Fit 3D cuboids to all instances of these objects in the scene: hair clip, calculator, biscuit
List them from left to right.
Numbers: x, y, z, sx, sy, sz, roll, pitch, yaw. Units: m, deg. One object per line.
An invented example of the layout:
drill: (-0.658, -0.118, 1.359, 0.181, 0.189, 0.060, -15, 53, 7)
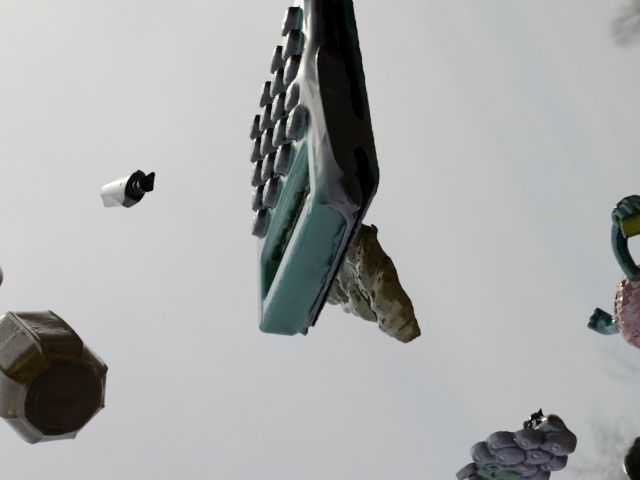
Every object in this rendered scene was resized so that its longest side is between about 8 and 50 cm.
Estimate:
calculator: (-0.016, -0.079, 1.012, 0.058, 0.248, 0.274, 5, -124, -14)
biscuit: (0.000, 0.000, 1.218, 0.273, 0.036, 0.187, 23, 141, 61)
hair clip: (0.258, 0.286, 1.530, 0.124, 0.195, 0.052, 23, -138, -11)

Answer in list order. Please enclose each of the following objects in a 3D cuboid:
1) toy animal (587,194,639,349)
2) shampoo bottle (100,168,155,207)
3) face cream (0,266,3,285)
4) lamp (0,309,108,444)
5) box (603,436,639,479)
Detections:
toy animal: (0.246, 0.017, 0.812, 0.103, 0.100, 0.208, 36, 158, 16)
shampoo bottle: (-0.227, -0.060, 1.349, 0.027, 0.137, 0.048, 26, -104, -24)
face cream: (-0.452, 0.026, 1.313, 0.149, 0.149, 0.104, -80, -25, -59)
lamp: (-0.376, 0.179, 1.530, 0.161, 0.161, 0.185, 42, 171, -38)
box: (0.356, 0.280, 0.724, 0.359, 0.091, 0.350, 16, -151, -6)
